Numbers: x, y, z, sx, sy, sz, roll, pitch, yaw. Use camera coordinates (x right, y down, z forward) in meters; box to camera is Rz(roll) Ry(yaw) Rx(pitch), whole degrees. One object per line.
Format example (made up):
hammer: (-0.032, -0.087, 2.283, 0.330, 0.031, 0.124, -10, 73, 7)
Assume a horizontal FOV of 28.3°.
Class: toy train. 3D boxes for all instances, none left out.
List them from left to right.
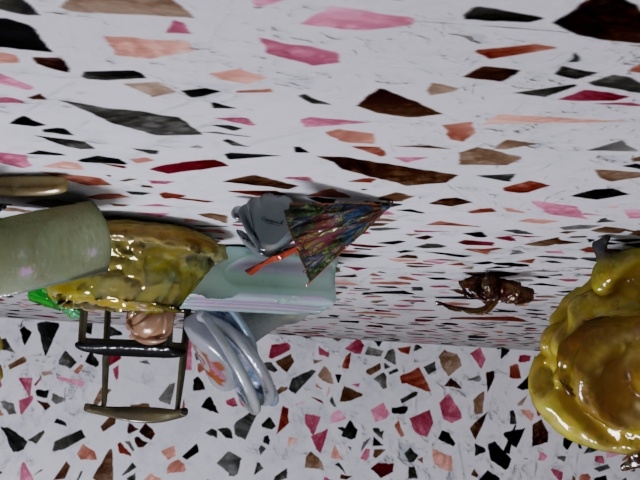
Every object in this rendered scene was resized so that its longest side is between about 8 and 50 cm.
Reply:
toy train: (-0.478, 0.084, 2.293, 0.119, 0.085, 0.251, 18, 167, -1)

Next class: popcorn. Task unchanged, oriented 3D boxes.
popcorn: (0.429, 0.115, 1.661, 0.316, 0.281, 0.297, -39, -169, -33)

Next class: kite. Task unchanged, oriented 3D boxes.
kite: (0.000, 0.000, 1.467, 0.189, 0.009, 0.232, -24, 156, -1)

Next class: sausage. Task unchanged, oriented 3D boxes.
sausage: (-0.342, -0.061, 1.416, 0.132, 0.024, 0.024, 1, 172, 17)

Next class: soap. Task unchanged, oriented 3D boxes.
soap: (-0.100, 0.059, 1.943, 0.230, 0.091, 0.145, 5, 168, -11)

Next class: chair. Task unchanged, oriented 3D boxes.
chair: (-0.321, 0.180, 2.206, 0.188, 0.272, 0.166, 1, 172, 7)

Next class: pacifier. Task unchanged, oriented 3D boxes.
pacifier: (-0.106, 0.149, 2.207, 0.244, 0.233, 0.299, 34, 154, 44)

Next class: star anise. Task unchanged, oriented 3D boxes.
star anise: (0.264, 0.089, 2.103, 0.097, 0.070, 0.190, 6, 173, -37)

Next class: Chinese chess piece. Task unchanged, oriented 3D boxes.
Chinese chess piece: (-0.363, 0.018, 1.528, 0.237, 0.092, 0.238, -14, -178, 1)

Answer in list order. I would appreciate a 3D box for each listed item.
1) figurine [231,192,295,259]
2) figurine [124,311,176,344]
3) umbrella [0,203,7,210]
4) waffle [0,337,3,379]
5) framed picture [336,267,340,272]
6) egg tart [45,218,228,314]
figurine: (-0.060, -0.019, 1.490, 0.094, 0.082, 0.086, 13, -171, 0)
figurine: (-0.265, 0.082, 2.001, 0.126, 0.157, 0.114, 12, 147, -25)
umbrella: (-0.394, -0.039, 1.477, 0.044, 0.044, 0.269, -22, -171, -29)
waffle: (-0.578, 0.127, 1.976, 0.151, 0.261, 0.324, -2, 177, -22)
framed picture: (-0.087, 0.045, 2.112, 0.200, 0.010, 0.136, 6, 170, -26)
egg tart: (-0.282, 0.041, 1.773, 0.314, 0.120, 0.315, 4, 172, 1)
